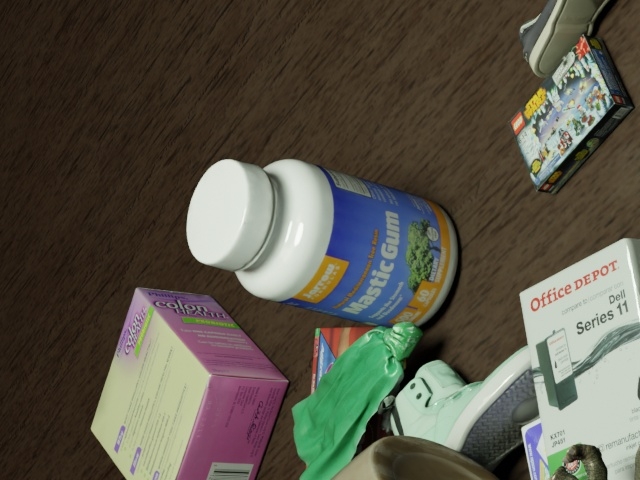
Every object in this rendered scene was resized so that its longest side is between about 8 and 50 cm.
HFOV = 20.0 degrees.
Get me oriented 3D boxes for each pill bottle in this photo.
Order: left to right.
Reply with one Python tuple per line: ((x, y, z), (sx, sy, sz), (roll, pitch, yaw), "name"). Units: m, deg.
((0.000, 0.000, 1.929), (0.152, 0.272, 0.152), (-23, 60, 48), "pill bottle")

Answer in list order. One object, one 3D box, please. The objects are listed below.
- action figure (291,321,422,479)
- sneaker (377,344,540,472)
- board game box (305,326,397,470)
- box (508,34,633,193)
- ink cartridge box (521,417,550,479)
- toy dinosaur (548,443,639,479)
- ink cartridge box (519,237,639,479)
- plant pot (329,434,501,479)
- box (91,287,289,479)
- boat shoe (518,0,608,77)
((0.045, 0.169, 1.982), (0.232, 0.063, 0.137), (-56, 40, 37), "action figure")
((0.147, 0.155, 1.846), (0.256, 0.094, 0.151), (-55, 39, 34), "sneaker")
((0.033, 0.239, 2.068), (0.145, 0.027, 0.281), (-6, 78, 55), "board game box")
((0.247, -0.125, 1.810), (0.137, 0.027, 0.094), (-52, 42, 39), "box")
((0.280, 0.236, 1.664), (0.208, 0.045, 0.206), (-37, 54, 48), "ink cartridge box")
((0.240, 0.262, 1.507), (0.160, 0.121, 0.313), (39, 108, 12), "toy dinosaur")
((0.266, 0.119, 1.593), (0.153, 0.087, 0.208), (-33, 57, 48), "ink cartridge box")
((0.061, 0.350, 1.744), (0.280, 0.323, 0.323), (-61, 38, 21), "plant pot")
((-0.170, 0.211, 2.305), (0.243, 0.117, 0.213), (41, 118, 52), "box")
((0.253, -0.257, 1.788), (0.206, 0.075, 0.065), (-62, 40, 36), "boat shoe")
